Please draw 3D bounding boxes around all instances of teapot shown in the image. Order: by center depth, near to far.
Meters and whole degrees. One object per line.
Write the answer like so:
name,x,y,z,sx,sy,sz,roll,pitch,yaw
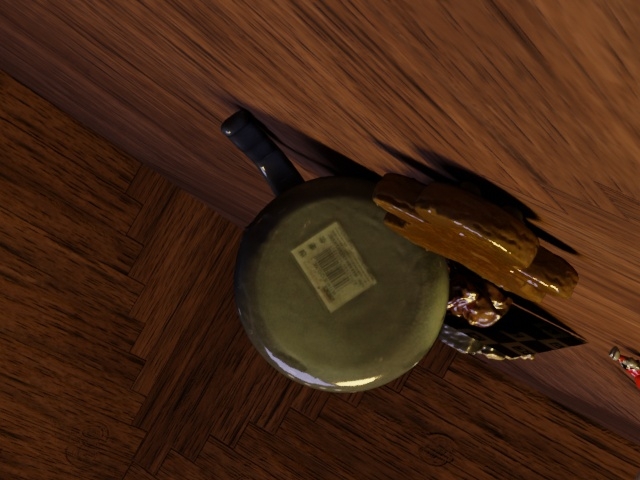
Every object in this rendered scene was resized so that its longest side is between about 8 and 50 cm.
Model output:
teapot,-0.007,0.023,1.816,0.305,0.223,0.285,27,-177,3

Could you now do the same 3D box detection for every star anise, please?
star anise,0.160,0.054,2.020,0.177,0.073,0.234,38,-173,23

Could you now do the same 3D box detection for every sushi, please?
sushi,0.205,0.120,2.097,0.192,0.051,0.215,27,-163,31

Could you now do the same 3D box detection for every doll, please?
doll,0.388,0.163,1.945,0.114,0.039,0.057,38,150,4

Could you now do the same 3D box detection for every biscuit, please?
biscuit,0.139,-0.007,1.476,0.196,0.049,0.301,25,176,7

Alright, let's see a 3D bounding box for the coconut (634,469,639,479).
coconut,0.392,0.225,1.508,0.202,0.222,0.202,12,-141,-10
